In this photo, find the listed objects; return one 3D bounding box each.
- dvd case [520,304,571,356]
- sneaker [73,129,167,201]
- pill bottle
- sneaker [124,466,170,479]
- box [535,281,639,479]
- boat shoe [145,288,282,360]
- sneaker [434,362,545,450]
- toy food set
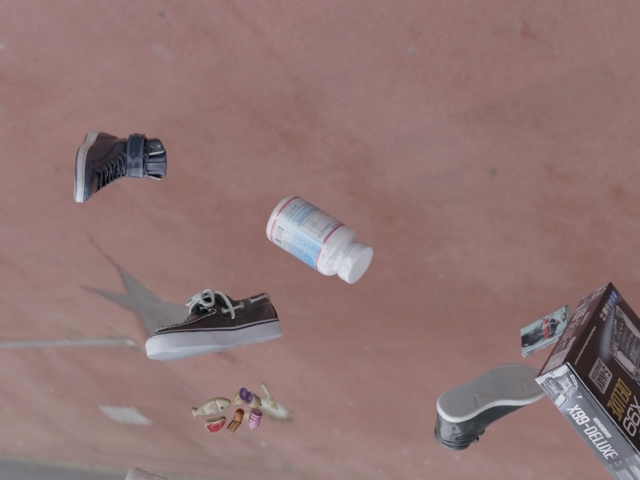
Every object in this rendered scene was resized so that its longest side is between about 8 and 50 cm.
[{"bbox_3d":[0.474,0.190,2.104,0.119,0.087,0.013,-31,113,26],"label":"dvd case"},{"bbox_3d":[-0.376,-0.137,1.896,0.163,0.226,0.086,9,123,-5],"label":"sneaker"},{"bbox_3d":[0.000,0.000,1.582,0.160,0.087,0.087,32,155,23],"label":"pill bottle"},{"bbox_3d":[-0.217,0.378,1.163,0.094,0.212,0.080,23,164,-8],"label":"sneaker"},{"bbox_3d":[0.524,0.248,1.782,0.076,0.307,0.242,-37,92,38],"label":"box"},{"bbox_3d":[-0.181,0.134,1.702,0.113,0.104,0.306,-22,170,40],"label":"boat shoe"},{"bbox_3d":[0.367,0.367,2.205,0.104,0.296,0.147,56,148,35],"label":"sneaker"},{"bbox_3d":[-0.130,0.269,1.554,0.122,0.019,0.078,-23,118,3],"label":"toy food set"}]
